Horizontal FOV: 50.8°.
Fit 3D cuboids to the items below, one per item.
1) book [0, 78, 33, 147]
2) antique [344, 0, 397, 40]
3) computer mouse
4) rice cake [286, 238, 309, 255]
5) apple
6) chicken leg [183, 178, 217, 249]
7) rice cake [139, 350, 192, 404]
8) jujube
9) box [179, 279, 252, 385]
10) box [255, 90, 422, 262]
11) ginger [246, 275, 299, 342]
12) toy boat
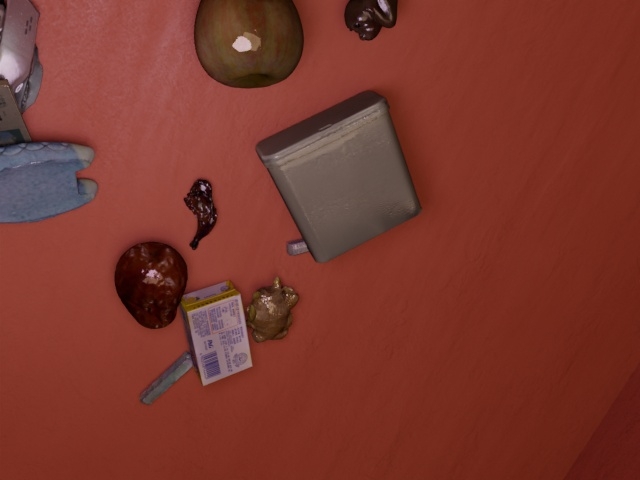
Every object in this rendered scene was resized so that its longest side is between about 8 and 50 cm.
[{"bbox_3d":[-0.772,-0.244,1.523,0.215,0.025,0.282,-11,150,-10],"label":"book"},{"bbox_3d":[0.120,-0.623,1.649,0.143,0.121,0.256,-2,116,-9],"label":"antique"},{"bbox_3d":[-0.716,-0.416,1.487,0.200,0.115,0.389,5,114,-24],"label":"computer mouse"},{"bbox_3d":[0.000,0.000,1.965,0.207,0.036,0.047,-17,106,-8],"label":"rice cake"},{"bbox_3d":[-0.168,-0.482,1.563,0.257,0.257,0.233,-10,87,-13],"label":"apple"},{"bbox_3d":[-0.320,-0.068,1.821,0.093,0.053,0.205,1,110,7],"label":"chicken leg"},{"bbox_3d":[-0.459,0.415,2.021,0.211,0.034,0.043,-42,129,5],"label":"rice cake"},{"bbox_3d":[-0.450,0.125,1.806,0.190,0.190,0.255,-8,126,-14],"label":"jujube"},{"bbox_3d":[-0.300,0.266,1.945,0.168,0.097,0.265,-20,121,-23],"label":"box"},{"bbox_3d":[0.059,-0.169,1.809,0.352,0.177,0.343,-27,117,-4],"label":"box"},{"bbox_3d":[-0.141,0.205,1.981,0.157,0.102,0.216,0,115,-25],"label":"ginger"},{"bbox_3d":[-0.704,-0.152,1.608,0.330,0.123,0.215,-17,149,-23],"label":"toy boat"}]
